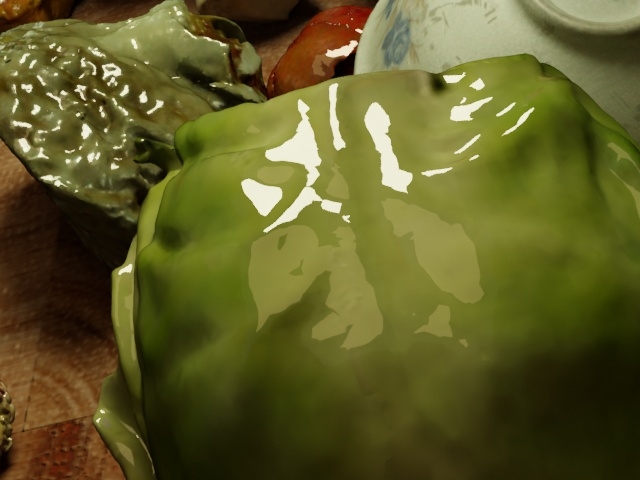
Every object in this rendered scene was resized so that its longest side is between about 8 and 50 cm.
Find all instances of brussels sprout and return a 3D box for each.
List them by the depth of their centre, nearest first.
[{"bbox_3d":[0.098,0.101,1.081,0.425,0.342,0.361,-1,65,-28],"label":"brussels sprout"}]

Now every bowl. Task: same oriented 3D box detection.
[{"bbox_3d":[0.178,-0.143,1.340,0.313,0.146,0.313,0,59,0],"label":"bowl"}]

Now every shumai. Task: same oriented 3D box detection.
[{"bbox_3d":[-0.146,-0.106,1.560,0.218,0.189,0.256,-32,44,-7],"label":"shumai"}]

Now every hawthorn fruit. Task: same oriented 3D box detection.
[{"bbox_3d":[0.045,-0.104,1.503,0.172,0.148,0.148,15,51,19],"label":"hawthorn fruit"}]

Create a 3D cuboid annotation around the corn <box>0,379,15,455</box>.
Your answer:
[{"bbox_3d":[-0.332,0.094,1.499,0.098,0.098,0.290,-43,42,-22],"label":"corn"}]

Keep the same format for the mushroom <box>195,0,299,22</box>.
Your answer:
[{"bbox_3d":[-0.078,-0.346,1.757,0.292,0.292,0.290,-25,62,-1],"label":"mushroom"}]

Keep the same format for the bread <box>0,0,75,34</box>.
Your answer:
[{"bbox_3d":[-0.281,-0.315,1.939,0.185,0.109,0.380,-3,41,26],"label":"bread"}]
